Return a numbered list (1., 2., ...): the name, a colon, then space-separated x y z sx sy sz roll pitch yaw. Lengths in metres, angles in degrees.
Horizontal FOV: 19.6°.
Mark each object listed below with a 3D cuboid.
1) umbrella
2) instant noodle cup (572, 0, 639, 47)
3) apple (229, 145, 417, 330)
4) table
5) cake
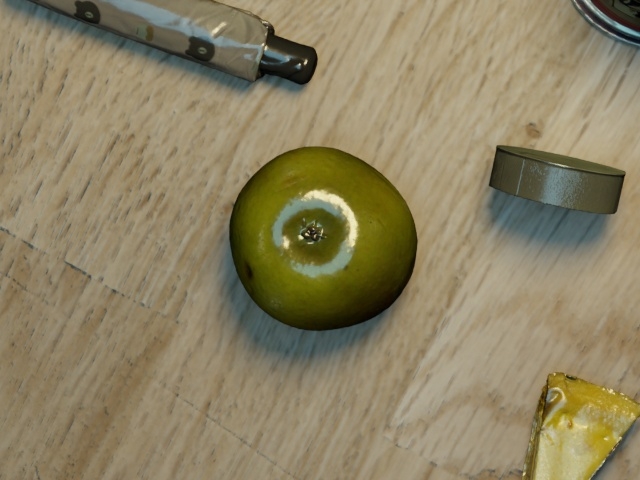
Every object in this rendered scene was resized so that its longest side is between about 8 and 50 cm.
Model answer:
1. umbrella: -0.164 -0.236 1.951 0.337 0.067 0.073 21 109 5
2. instant noodle cup: 0.341 -0.305 1.775 0.244 0.255 0.244 0 93 6
3. apple: 0.000 0.000 1.901 0.196 0.157 0.196 0 86 6
4. table: 0.238 -0.062 1.869 0.133 0.133 0.043 12 98 7
5. cake: 0.266 0.232 1.930 0.116 0.080 0.184 5 85 -4
